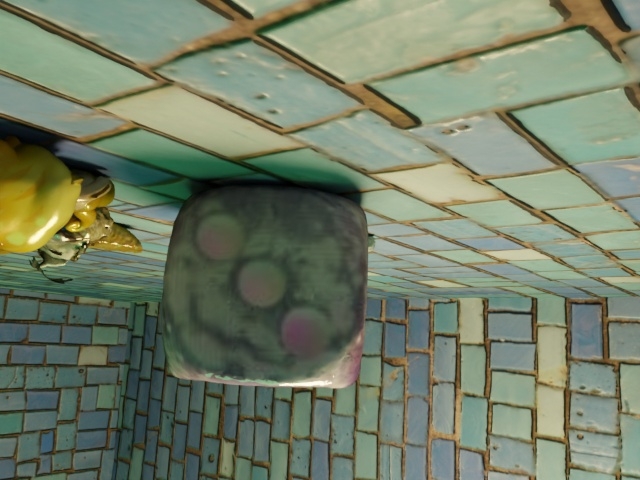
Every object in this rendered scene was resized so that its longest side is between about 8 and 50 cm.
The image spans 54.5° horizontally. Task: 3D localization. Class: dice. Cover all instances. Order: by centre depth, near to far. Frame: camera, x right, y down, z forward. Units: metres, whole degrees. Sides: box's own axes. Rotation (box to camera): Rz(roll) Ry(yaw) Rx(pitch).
[{"bbox_3d":[-0.072,0.075,0.919,0.271,0.270,0.270,3,169,0],"label":"dice"}]

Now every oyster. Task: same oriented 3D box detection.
[{"bbox_3d":[-0.459,-0.028,0.950,0.214,0.083,0.223,-17,150,41],"label":"oyster"}]

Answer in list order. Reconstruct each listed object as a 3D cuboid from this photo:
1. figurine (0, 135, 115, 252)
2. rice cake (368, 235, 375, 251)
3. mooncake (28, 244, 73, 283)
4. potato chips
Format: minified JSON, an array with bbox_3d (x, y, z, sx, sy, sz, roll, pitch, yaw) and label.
[{"bbox_3d":[-0.336,-0.054,0.741,0.156,0.131,0.246,-2,-177,15],"label":"figurine"},{"bbox_3d":[0.000,-0.001,1.151,0.208,0.033,0.033,5,171,-9],"label":"rice cake"},{"bbox_3d":[-0.491,-0.033,0.830,0.347,0.057,0.150,21,-179,23],"label":"mooncake"},{"bbox_3d":[-0.505,0.004,1.087,0.407,0.080,0.057,-8,179,-40],"label":"potato chips"}]
